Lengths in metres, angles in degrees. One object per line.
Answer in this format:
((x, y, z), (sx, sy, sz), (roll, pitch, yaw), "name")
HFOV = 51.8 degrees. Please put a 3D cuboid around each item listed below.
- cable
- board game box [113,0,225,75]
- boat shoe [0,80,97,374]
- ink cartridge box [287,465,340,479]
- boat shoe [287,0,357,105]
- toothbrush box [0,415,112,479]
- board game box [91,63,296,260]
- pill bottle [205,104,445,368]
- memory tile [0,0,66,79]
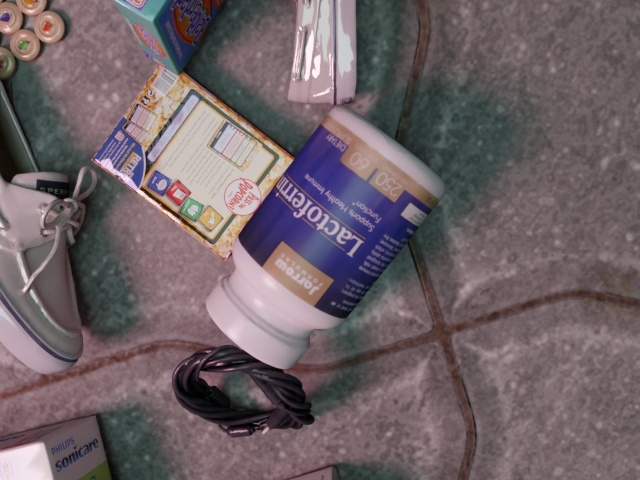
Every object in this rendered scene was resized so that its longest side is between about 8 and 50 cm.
((-0.087, 0.180, 0.754), (0.150, 0.047, 0.184), (2, 140, 16), "cable")
((-0.118, -0.286, 0.662), (0.047, 0.160, 0.210), (31, 86, -2), "board game box")
((-0.329, -0.038, 0.751), (0.156, 0.136, 0.367), (-26, 86, 3), "boat shoe")
((-0.079, 0.425, 0.802), (0.273, 0.114, 0.197), (-20, 97, 6), "ink cartridge box")
((-0.009, -0.283, 0.716), (0.088, 0.096, 0.267), (-3, 106, -2), "boat shoe")
((-0.351, 0.379, 0.781), (0.206, 0.122, 0.283), (-15, 87, 9), "toothbrush box")
((-0.142, -0.093, 0.768), (0.193, 0.045, 0.147), (38, 98, -3), "board game box")
((0.000, 0.000, 0.721), (0.153, 0.153, 0.265), (37, 98, -3), "pill bottle")
((-0.376, -0.276, 0.769), (0.113, 0.012, 0.148), (-32, 95, 6), "memory tile")
